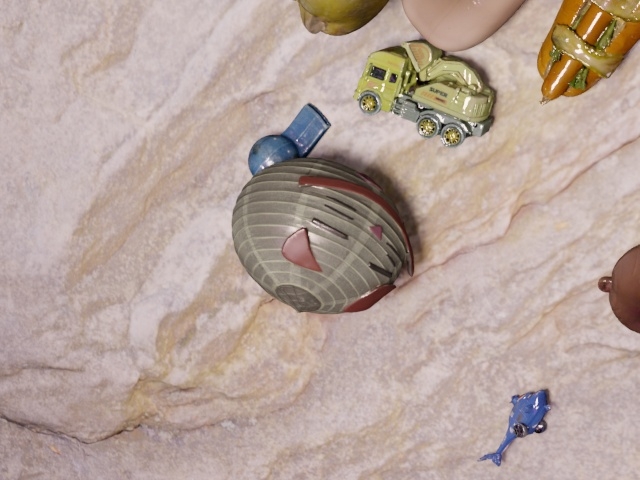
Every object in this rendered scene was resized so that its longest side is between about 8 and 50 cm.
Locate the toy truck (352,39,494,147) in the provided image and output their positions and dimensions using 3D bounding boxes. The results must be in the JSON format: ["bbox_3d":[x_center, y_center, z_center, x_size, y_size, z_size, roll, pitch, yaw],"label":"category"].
[{"bbox_3d":[0.149,-0.211,1.286,0.191,0.085,0.116,25,117,20],"label":"toy truck"}]

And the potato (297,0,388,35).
[{"bbox_3d":[0.056,-0.424,1.173,0.203,0.218,0.351,19,108,-5],"label":"potato"}]

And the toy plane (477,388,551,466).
[{"bbox_3d":[0.292,0.281,1.403,0.062,0.054,0.167,50,128,37],"label":"toy plane"}]

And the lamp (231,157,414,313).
[{"bbox_3d":[0.000,0.000,1.358,0.265,0.233,0.233,29,127,-21],"label":"lamp"}]

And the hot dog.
[{"bbox_3d":[0.350,-0.281,1.151,0.109,0.072,0.269,38,121,17],"label":"hot dog"}]

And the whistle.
[{"bbox_3d":[-0.061,-0.135,1.441,0.090,0.090,0.158,46,124,9],"label":"whistle"}]

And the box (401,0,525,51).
[{"bbox_3d":[0.196,-0.340,1.210,0.146,0.088,0.200,50,125,8],"label":"box"}]

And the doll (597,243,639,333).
[{"bbox_3d":[0.459,0.068,1.205,0.188,0.096,0.145,19,135,-3],"label":"doll"}]
